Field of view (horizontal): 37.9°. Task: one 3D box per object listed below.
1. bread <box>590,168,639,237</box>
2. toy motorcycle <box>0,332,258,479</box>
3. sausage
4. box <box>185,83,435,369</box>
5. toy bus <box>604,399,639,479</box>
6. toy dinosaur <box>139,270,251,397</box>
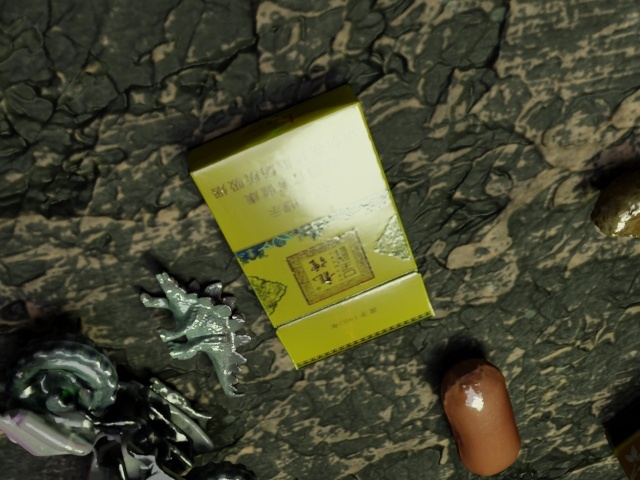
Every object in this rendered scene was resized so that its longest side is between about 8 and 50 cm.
[{"bbox_3d":[0.324,-0.035,0.918,0.113,0.060,0.082,20,121,-32],"label":"bread"},{"bbox_3d":[-0.208,0.228,0.924,0.188,0.143,0.327,-34,123,12],"label":"toy motorcycle"},{"bbox_3d":[0.184,0.204,1.067,0.077,0.077,0.194,-22,131,2],"label":"sausage"},{"bbox_3d":[0.000,-0.001,0.864,0.153,0.041,0.279,-23,131,1],"label":"box"},{"bbox_3d":[0.529,0.313,1.181,0.323,0.194,0.162,32,114,-31],"label":"toy bus"},{"bbox_3d":[-0.109,0.098,0.911,0.082,0.039,0.209,-21,132,-1],"label":"toy dinosaur"}]
